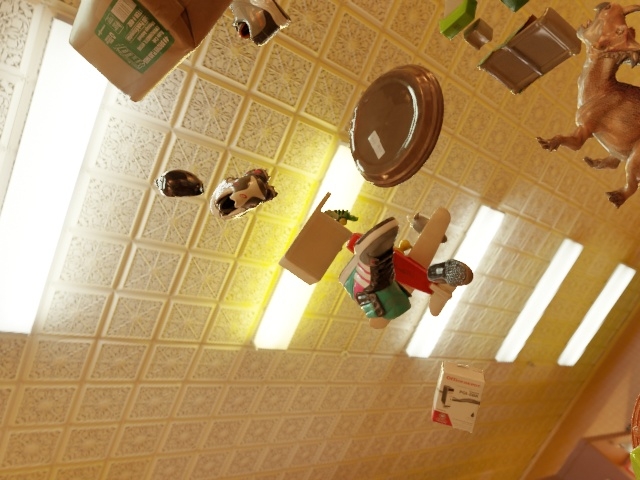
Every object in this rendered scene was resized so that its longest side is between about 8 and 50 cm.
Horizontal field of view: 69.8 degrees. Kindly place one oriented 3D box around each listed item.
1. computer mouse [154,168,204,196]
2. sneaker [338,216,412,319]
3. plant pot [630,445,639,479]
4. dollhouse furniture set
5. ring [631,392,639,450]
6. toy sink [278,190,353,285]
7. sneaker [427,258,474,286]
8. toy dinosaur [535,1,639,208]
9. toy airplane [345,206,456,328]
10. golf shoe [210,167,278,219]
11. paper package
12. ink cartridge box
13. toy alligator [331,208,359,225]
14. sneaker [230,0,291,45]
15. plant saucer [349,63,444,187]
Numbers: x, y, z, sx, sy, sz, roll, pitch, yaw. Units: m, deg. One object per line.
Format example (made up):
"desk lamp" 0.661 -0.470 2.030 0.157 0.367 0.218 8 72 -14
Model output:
"computer mouse" -0.251 -0.108 0.800 0.071 0.242 0.041 -6 -77 -23
"sneaker" 0.147 0.088 1.065 0.123 0.178 0.296 -27 -22 -26
"plant pot" 0.551 0.336 0.532 0.227 0.207 0.228 -31 -64 7
"dollhouse furniture set" 0.468 -0.535 1.131 0.301 0.197 0.151 24 -120 -25
"ring" 0.682 0.357 0.776 0.032 0.337 0.337 13 -71 -16
"toy sink" 0.000 0.000 1.327 0.131 0.153 0.234 34 -106 -4
"sneaker" 0.335 0.079 1.131 0.071 0.188 0.066 5 -91 -14
"toy dinosaur" 0.461 -0.179 0.668 0.295 0.127 0.200 37 -50 -7
"toy airplane" 0.312 0.098 1.656 0.385 0.272 0.385 -18 -75 -1
"golf shoe" -0.225 -0.102 1.135 0.120 0.272 0.105 -36 -80 -37
"paper package" -0.262 -0.435 0.797 0.168 0.324 0.310 38 -112 -30
"ink cartridge box" 0.323 0.366 1.081 0.056 0.099 0.135 -39 -41 -71
"toy alligator" 0.041 -0.087 1.622 0.056 0.189 0.051 -65 -34 -45
"sneaker" -0.178 -0.547 1.102 0.108 0.271 0.100 -47 -44 7
"plant saucer" 0.154 -0.257 1.026 0.041 0.278 0.278 7 -69 -37
